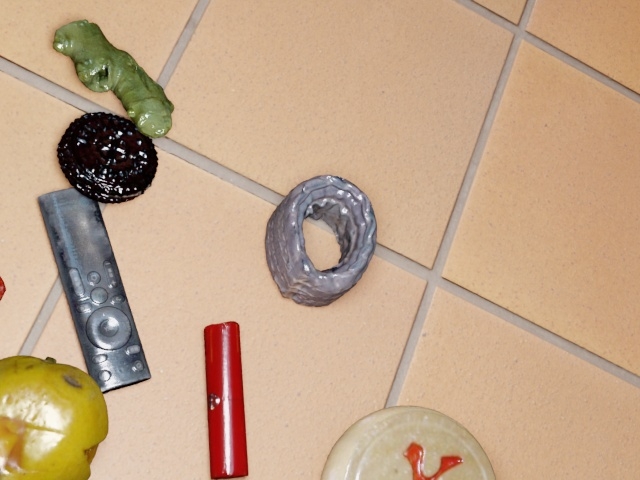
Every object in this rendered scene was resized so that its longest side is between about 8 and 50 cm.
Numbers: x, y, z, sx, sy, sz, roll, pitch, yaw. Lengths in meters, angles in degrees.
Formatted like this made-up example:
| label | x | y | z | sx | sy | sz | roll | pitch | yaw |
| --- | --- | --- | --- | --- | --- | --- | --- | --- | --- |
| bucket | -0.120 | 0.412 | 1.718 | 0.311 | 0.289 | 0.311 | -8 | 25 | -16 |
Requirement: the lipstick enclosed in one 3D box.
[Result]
| label | x | y | z | sx | sy | sz | roll | pitch | yaw |
| --- | --- | --- | --- | --- | --- | --- | --- | --- | --- |
| lipstick | -0.172 | 0.287 | 1.912 | 0.073 | 0.073 | 0.280 | 1 | 72 | -20 |

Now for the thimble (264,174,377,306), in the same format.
| label | x | y | z | sx | sy | sz | roll | pitch | yaw |
| --- | --- | --- | --- | --- | --- | --- | --- | --- | --- |
| thimble | 0.000 | 0.000 | 2.018 | 0.205 | 0.172 | 0.236 | 25 | 67 | -7 |

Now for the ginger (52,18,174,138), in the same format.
| label | x | y | z | sx | sy | sz | roll | pitch | yaw |
| --- | --- | --- | --- | --- | --- | --- | --- | --- | --- |
| ginger | -0.390 | -0.306 | 2.012 | 0.290 | 0.089 | 0.137 | 43 | 19 | -2 |

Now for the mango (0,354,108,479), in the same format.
| label | x | y | z | sx | sy | sz | roll | pitch | yaw |
| --- | --- | --- | --- | --- | --- | --- | --- | --- | --- |
| mango | -0.518 | 0.338 | 1.717 | 0.365 | 0.182 | 0.253 | -36 | 89 | -16 |

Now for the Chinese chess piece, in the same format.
| label | x | y | z | sx | sy | sz | roll | pitch | yaw |
| --- | --- | --- | --- | --- | --- | --- | --- | --- | --- |
| Chinese chess piece | 0.160 | 0.472 | 1.932 | 0.338 | 0.140 | 0.338 | 6 | 70 | -18 |

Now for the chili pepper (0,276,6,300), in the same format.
| label | x | y | z | sx | sy | sz | roll | pitch | yaw |
| --- | --- | --- | --- | --- | --- | --- | --- | --- | --- |
| chili pepper | -0.658 | 0.038 | 1.801 | 0.252 | 0.136 | 0.144 | 42 | 36 | -11 |

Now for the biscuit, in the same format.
| label | x | y | z | sx | sy | sz | roll | pitch | yaw |
| --- | --- | --- | --- | --- | --- | --- | --- | --- | --- |
| biscuit | -0.394 | -0.155 | 1.971 | 0.194 | 0.053 | 0.195 | 16 | 52 | -22 |

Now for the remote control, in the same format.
| label | x | y | z | sx | sy | sz | roll | pitch | yaw |
| --- | --- | --- | --- | --- | --- | --- | --- | --- | --- |
| remote control | -0.408 | 0.084 | 1.908 | 0.107 | 0.044 | 0.378 | -15 | 77 | -21 |
